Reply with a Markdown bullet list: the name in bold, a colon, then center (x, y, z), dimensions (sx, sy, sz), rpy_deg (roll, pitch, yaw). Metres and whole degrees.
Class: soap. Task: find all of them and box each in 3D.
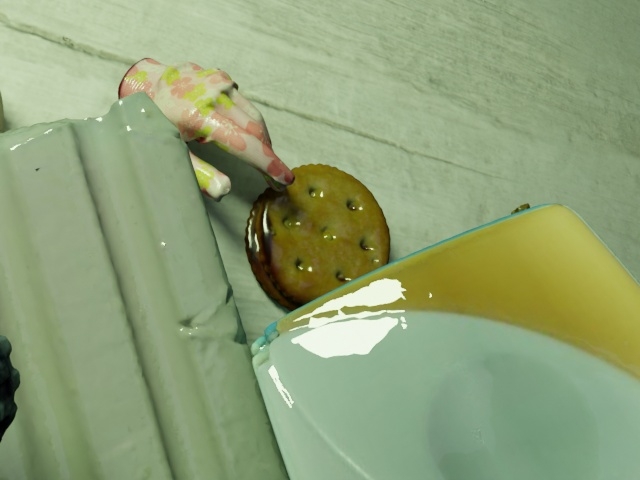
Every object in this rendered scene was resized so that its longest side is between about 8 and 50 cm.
- **soap**: center (-0.259, 0.119, 0.543), dimensions (0.350, 0.213, 0.436), rpy_deg (-18, 85, -31)

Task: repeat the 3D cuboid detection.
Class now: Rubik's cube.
- **Rubik's cube**: center (0.160, 0.212, 0.577), dimensions (0.351, 0.352, 0.348), rpy_deg (-23, 66, -6)

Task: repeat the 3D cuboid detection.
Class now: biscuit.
- **biscuit**: center (0.000, 0.000, 0.806), dimensions (0.220, 0.066, 0.221), rpy_deg (8, 72, -26)

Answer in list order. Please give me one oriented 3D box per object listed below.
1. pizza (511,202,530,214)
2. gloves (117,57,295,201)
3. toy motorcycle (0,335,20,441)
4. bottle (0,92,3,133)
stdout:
- **pizza**: center (0.326, 0.031, 0.980), dimensions (0.226, 0.069, 0.147), rpy_deg (-30, 113, -29)
- **gloves**: center (-0.137, -0.145, 0.720), dimensions (0.241, 0.126, 0.145), rpy_deg (23, 32, 12)
- **toy motorcycle**: center (-0.390, 0.129, 0.310), dimensions (0.415, 0.172, 0.233), rpy_deg (3, 98, -11)
- **bottle**: center (-0.390, -0.164, 0.539), dimensions (0.147, 0.236, 0.148), rpy_deg (9, 71, -27)
